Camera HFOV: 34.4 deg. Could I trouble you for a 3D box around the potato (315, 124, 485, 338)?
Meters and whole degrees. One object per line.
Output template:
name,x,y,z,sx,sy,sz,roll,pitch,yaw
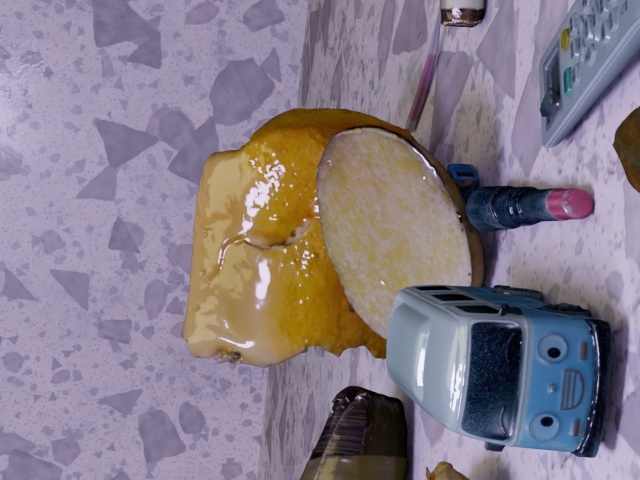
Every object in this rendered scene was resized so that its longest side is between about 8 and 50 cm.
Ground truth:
potato,0.120,-0.018,1.314,0.239,0.116,0.299,1,114,50

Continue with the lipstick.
lipstick,0.220,-0.032,1.095,0.234,0.053,0.053,-170,85,-77

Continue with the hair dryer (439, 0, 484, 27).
hair dryer,0.184,-0.438,1.343,0.203,0.128,0.362,-124,32,-74

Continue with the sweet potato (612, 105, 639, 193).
sweet potato,0.276,-0.040,0.747,0.233,0.062,0.081,-113,30,-63

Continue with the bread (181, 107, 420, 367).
bread,0.000,0.000,1.523,0.250,0.361,0.394,31,117,50

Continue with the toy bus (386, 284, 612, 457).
toy bus,0.161,0.116,1.014,0.271,0.164,0.133,-157,72,-80

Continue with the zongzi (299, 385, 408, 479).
zongzi,-0.003,0.378,1.602,0.317,0.154,0.289,-11,66,45

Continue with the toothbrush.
toothbrush,0.169,-0.271,1.576,0.286,0.025,0.020,104,165,-48

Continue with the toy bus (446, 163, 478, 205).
toy bus,0.180,-0.058,1.358,0.046,0.038,0.083,-105,20,-52

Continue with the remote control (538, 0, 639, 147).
remote control,0.258,-0.185,0.942,0.293,0.051,0.103,113,160,-71

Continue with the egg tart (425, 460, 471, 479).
egg tart,0.157,0.369,1.146,0.232,0.098,0.252,96,176,-48
